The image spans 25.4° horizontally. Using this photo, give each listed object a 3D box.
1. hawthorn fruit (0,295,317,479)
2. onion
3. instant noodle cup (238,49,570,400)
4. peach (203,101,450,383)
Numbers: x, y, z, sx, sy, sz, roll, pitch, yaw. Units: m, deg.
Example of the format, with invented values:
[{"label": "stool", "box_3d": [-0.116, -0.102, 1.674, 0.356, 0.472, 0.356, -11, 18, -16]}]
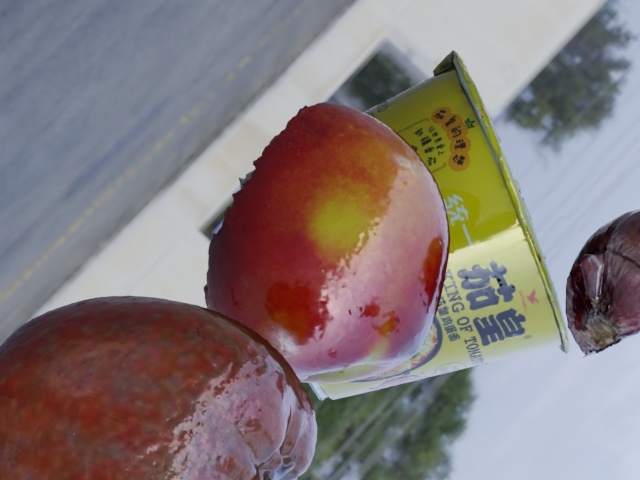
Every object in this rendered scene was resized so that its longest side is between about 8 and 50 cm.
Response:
[{"label": "hawthorn fruit", "box_3d": [-0.140, 0.123, 0.904, 0.210, 0.262, 0.211, 21, 90, -75]}, {"label": "onion", "box_3d": [0.273, 0.024, 1.183, 0.151, 0.098, 0.206, -21, 170, -25]}, {"label": "instant noodle cup", "box_3d": [0.079, 0.005, 1.430, 0.254, 0.326, 0.325, -20, -179, 5]}, {"label": "peach", "box_3d": [0.000, 0.000, 1.138, 0.189, 0.226, 0.196, 4, 160, -38]}]
